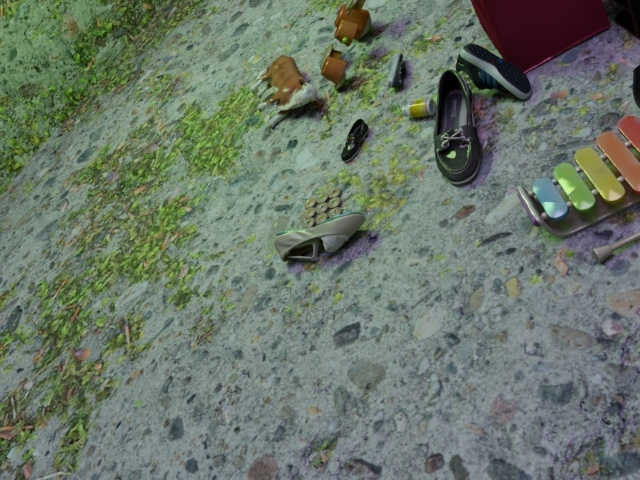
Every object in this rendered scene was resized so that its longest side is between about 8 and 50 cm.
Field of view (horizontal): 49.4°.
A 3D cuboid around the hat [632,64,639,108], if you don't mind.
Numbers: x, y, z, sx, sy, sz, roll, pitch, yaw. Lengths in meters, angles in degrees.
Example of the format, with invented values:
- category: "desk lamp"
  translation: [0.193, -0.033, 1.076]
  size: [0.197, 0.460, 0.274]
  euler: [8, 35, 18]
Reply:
- category: "hat"
  translation: [0.751, -0.347, 1.307]
  size: [0.331, 0.134, 0.331]
  euler: [-9, 38, 7]

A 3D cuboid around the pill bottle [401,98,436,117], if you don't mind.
- category: "pill bottle"
  translation: [0.255, -0.342, 1.812]
  size: [0.083, 0.043, 0.043]
  euler: [-3, 52, 36]

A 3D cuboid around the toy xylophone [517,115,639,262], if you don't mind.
- category: "toy xylophone"
  translation: [0.555, -0.099, 1.323]
  size: [0.322, 0.081, 0.236]
  euler: [-33, 40, 7]

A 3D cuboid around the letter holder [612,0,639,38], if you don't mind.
- category: "letter holder"
  translation: [0.795, -0.643, 1.599]
  size: [0.301, 0.152, 0.214]
  euler: [-31, 38, 9]

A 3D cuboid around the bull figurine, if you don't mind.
- category: "bull figurine"
  translation: [-0.112, -0.464, 2.164]
  size: [0.188, 0.101, 0.310]
  euler: [-33, 40, 11]

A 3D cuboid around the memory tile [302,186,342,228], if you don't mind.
- category: "memory tile"
  translation: [0.004, -0.069, 1.773]
  size: [0.113, 0.012, 0.148]
  euler: [-21, 43, 21]

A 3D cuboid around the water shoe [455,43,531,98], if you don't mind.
- category: "water shoe"
  translation: [0.422, -0.399, 1.698]
  size: [0.203, 0.080, 0.073]
  euler: [42, 57, 15]

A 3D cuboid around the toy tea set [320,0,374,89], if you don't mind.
- category: "toy tea set"
  translation: [0.095, -0.606, 2.137]
  size: [0.200, 0.124, 0.336]
  euler: [162, 128, -75]

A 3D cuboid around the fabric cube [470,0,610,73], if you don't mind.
- category: "fabric cube"
  translation: [0.512, -0.613, 1.705]
  size: [0.259, 0.254, 0.258]
  euler: [-27, 41, 14]

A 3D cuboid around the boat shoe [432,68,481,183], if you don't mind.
- category: "boat shoe"
  translation: [0.315, -0.277, 1.664]
  size: [0.112, 0.095, 0.335]
  euler: [-16, 45, 26]

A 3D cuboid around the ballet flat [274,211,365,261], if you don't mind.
- category: "ballet flat"
  translation: [0.000, 0.000, 1.672]
  size: [0.248, 0.086, 0.086]
  euler: [-16, 45, 28]

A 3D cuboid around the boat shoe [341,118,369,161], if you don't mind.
- category: "boat shoe"
  translation: [0.087, -0.270, 1.878]
  size: [0.048, 0.042, 0.133]
  euler: [9, 60, 40]

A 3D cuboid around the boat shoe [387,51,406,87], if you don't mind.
- category: "boat shoe"
  translation: [0.221, -0.479, 1.973]
  size: [0.040, 0.049, 0.142]
  euler: [13, 54, 6]
